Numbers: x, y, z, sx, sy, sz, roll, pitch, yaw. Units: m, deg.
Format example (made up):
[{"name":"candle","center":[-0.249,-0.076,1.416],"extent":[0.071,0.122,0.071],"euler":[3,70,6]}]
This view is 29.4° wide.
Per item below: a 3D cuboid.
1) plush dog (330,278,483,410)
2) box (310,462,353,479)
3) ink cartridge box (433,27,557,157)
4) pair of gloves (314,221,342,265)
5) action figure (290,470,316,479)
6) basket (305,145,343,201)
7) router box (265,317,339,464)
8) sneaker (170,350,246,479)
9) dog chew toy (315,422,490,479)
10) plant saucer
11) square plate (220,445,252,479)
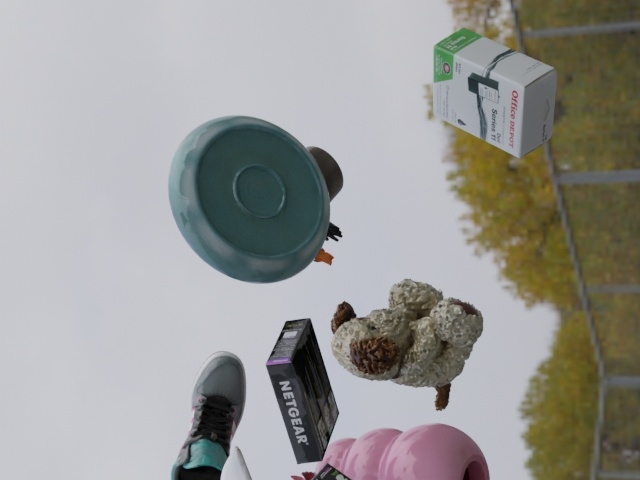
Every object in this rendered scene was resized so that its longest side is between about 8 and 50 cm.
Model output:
[{"name":"plush dog","center":[0.126,0.181,2.068],"extent":[0.262,0.225,0.210],"euler":[-150,66,-70]},{"name":"box","center":[0.027,0.428,2.048],"extent":[0.052,0.083,0.062],"euler":[-41,-30,-33]},{"name":"ink cartridge box","center":[0.299,-0.257,2.118],"extent":[0.087,0.208,0.153],"euler":[-33,-43,-31]},{"name":"pair of gloves","center":[0.000,0.000,2.264],"extent":[0.074,0.010,0.083],"euler":[27,-105,-20]},{"name":"action figure","center":[0.102,0.567,2.718],"extent":[0.370,0.248,0.275],"euler":[32,-92,-32]},{"name":"basket","center":[-0.068,-0.097,2.647],"extent":[0.227,0.204,0.154],"euler":[-41,-44,-37]},{"name":"router box","center":[-0.025,0.226,1.845],"extent":[0.133,0.046,0.179],"euler":[-64,-39,-62]},{"name":"sneaker","center":[-0.197,0.356,2.182],"extent":[0.178,0.124,0.295],"euler":[-141,64,-76]},{"name":"dog chew toy","center":[0.135,0.428,2.204],"extent":[0.207,0.332,0.206],"euler":[3,-94,-53]},{"name":"plant saucer","center":[-0.113,-0.081,2.149],"extent":[0.318,0.044,0.317],"euler":[11,-113,-27]},{"name":"square plate","center":[-0.049,0.431,1.398],"extent":[0.344,0.049,0.347],"euler":[101,148,-69]}]
